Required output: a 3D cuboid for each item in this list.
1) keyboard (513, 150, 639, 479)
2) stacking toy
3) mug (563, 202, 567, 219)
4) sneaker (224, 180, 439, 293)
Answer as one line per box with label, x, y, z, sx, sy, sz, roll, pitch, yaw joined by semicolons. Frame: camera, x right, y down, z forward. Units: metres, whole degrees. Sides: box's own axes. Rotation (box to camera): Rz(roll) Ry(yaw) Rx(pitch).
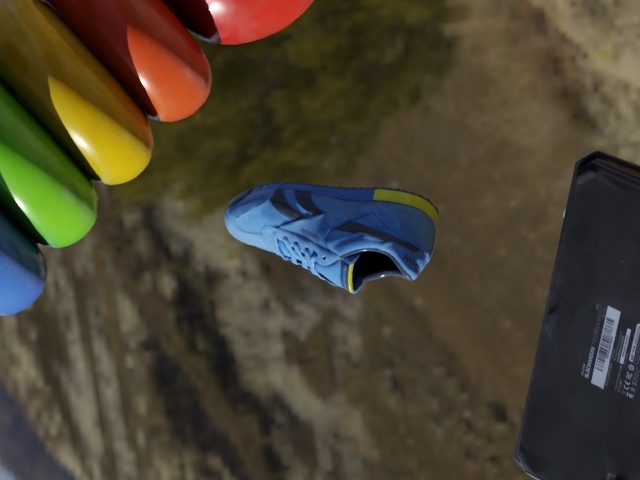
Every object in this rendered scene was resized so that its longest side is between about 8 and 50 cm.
keyboard;0.154;0.055;0.928;0.108;0.023;0.180;27;123;32
stacking toy;-0.125;-0.043;0.819;0.141;0.330;0.141;49;176;5
mug;0.245;0.015;1.427;0.097;0.129;0.158;-2;110;64
sneaker;0.000;0.000;1.700;0.069;0.209;0.082;55;-134;-49
